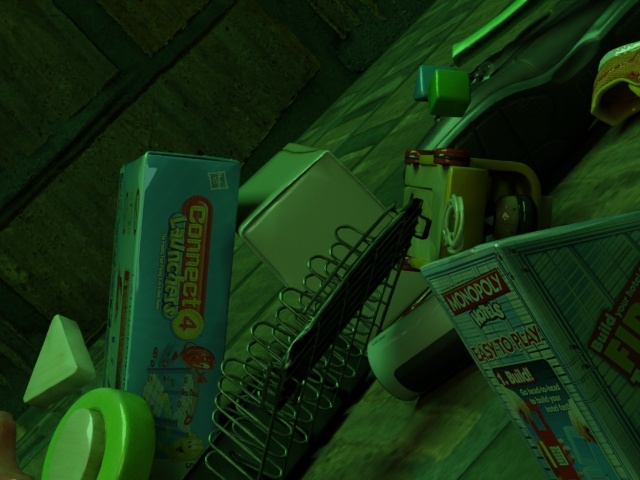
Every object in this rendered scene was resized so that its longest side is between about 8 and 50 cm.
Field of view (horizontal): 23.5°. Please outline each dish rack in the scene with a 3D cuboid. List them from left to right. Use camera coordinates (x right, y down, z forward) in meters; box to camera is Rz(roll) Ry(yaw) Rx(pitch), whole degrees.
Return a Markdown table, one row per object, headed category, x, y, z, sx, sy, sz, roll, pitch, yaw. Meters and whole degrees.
| category | x | y | z | sx | sy | sz | roll | pitch | yaw |
| --- | --- | --- | --- | --- | --- | --- | --- | --- | --- |
| dish rack | -0.011 | 0.083 | 1.129 | 0.208 | 0.074 | 0.271 | -51 | -14 | -36 |

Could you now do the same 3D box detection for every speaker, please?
| category | x | y | z | sx | sy | sz | roll | pitch | yaw |
| --- | --- | --- | --- | --- | --- | --- | --- | --- | --- |
| speaker | 0.098 | 0.057 | 1.082 | 0.136 | 0.055 | 0.055 | -38 | 10 | 30 |

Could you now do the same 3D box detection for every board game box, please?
| category | x | y | z | sx | sy | sz | roll | pitch | yaw |
| --- | --- | --- | --- | --- | --- | --- | --- | --- | --- |
| board game box | -0.152 | 0.076 | 1.472 | 0.302 | 0.086 | 0.308 | -176 | 91 | -78 |
| board game box | 0.139 | 0.039 | 0.498 | 0.194 | 0.194 | 0.060 | -48 | 9 | -21 |

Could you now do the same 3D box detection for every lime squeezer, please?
| category | x | y | z | sx | sy | sz | roll | pitch | yaw |
| --- | --- | --- | --- | --- | --- | --- | --- | --- | --- |
| lime squeezer | 0.256 | -0.231 | 1.284 | 0.310 | 0.059 | 0.110 | -12 | 33 | 23 |

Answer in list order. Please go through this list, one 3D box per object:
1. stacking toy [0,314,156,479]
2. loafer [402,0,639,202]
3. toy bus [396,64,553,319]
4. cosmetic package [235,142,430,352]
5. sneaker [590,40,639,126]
| category | x | y | z | sx | sy | sz | roll | pitch | yaw |
| --- | --- | --- | --- | --- | --- | --- | --- | --- | --- |
| stacking toy | -0.287 | 0.208 | 1.304 | 0.279 | 0.130 | 0.309 | -59 | 36 | 8 |
| loafer | 0.186 | -0.131 | 1.341 | 0.302 | 0.109 | 0.095 | -38 | 40 | -10 |
| toy bus | 0.123 | -0.019 | 1.179 | 0.191 | 0.104 | 0.202 | 104 | 166 | -48 |
| cosmetic package | 0.000 | 0.000 | 1.475 | 0.113 | 0.160 | 0.309 | -44 | 9 | -3 |
| sneaker | 0.284 | -0.143 | 1.225 | 0.175 | 0.064 | 0.067 | -41 | 27 | 52 |
